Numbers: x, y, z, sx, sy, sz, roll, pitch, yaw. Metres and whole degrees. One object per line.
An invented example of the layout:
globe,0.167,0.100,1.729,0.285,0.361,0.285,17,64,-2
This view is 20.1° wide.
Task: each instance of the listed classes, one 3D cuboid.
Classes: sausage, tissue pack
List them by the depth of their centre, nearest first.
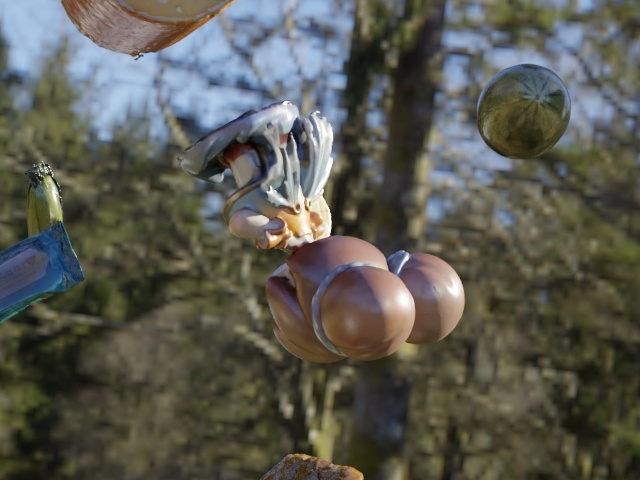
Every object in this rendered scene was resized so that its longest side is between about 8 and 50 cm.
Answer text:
tissue pack,-0.322,0.043,1.913,0.138,0.085,0.028,-25,-27,-6
sausage,-0.218,-0.374,2.365,0.233,0.233,0.287,10,-5,-17

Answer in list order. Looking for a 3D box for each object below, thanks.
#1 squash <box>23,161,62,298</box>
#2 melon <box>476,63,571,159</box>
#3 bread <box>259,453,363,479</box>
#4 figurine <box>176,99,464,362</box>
squash,-0.362,-0.011,2.372,0.052,0.183,0.052,1,13,0
melon,0.210,-0.134,1.870,0.098,0.098,0.131,7,-13,1
bread,-0.057,0.340,1.954,0.139,0.077,0.271,11,38,36
figurine,0.000,0.000,2.495,0.248,0.388,0.276,-33,-12,32
